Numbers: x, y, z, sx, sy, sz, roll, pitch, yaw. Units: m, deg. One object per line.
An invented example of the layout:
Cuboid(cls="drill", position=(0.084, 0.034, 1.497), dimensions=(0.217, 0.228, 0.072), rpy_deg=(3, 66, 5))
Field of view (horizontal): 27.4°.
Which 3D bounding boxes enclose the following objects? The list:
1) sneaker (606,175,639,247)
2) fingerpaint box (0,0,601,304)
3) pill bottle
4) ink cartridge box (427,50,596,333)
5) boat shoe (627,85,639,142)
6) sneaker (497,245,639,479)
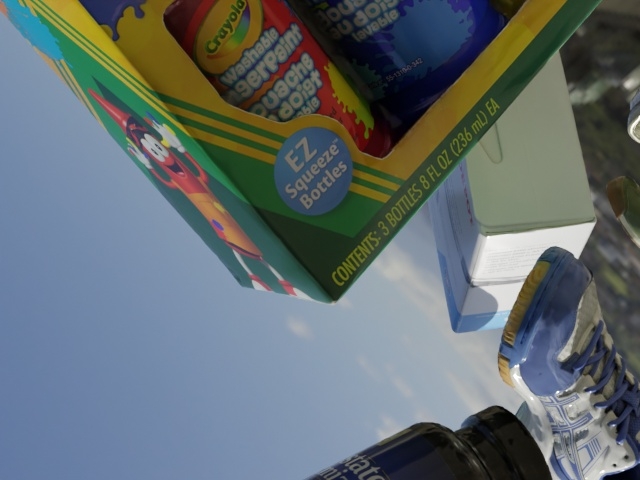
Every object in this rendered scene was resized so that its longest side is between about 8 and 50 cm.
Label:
Cuboid(cls="sneaker", position=(0.426, -0.008, 1.568), dimensions=(0.192, 0.086, 0.064), rpy_deg=(54, -143, -13))
Cuboid(cls="fingerpaint box", position=(0.008, -0.238, 1.023), dimensions=(0.371, 0.445, 0.163), rpy_deg=(51, 159, -24))
Cuboid(cls="pill bottle", position=(0.058, 0.210, 0.975), dimensions=(0.123, 0.219, 0.122), rpy_deg=(53, 158, 33))
Cuboid(cls="ink cartridge box", position=(0.208, -0.052, 1.512), dimensions=(0.307, 0.129, 0.223), rpy_deg=(91, 172, -67))
Cuboid(cls="boat shoe", position=(0.512, -0.235, 1.702), dimensions=(0.113, 0.302, 0.103), rpy_deg=(27, -125, -23))
Cuboid(cls="sneaker", position=(0.229, 0.119, 1.093), dimensions=(0.131, 0.112, 0.296), rpy_deg=(23, 151, 29))
